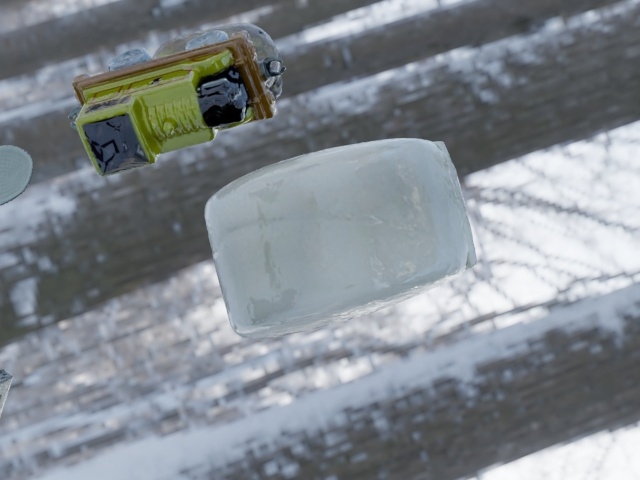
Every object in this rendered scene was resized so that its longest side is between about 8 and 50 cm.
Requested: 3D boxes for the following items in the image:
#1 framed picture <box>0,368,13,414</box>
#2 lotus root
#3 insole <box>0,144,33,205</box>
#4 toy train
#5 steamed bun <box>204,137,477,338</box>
[{"bbox_3d":[-0.371,0.258,1.457,0.019,0.209,0.281,29,-63,17],"label":"framed picture"},{"bbox_3d":[-0.126,-0.190,1.821,0.094,0.190,0.108,48,-57,31],"label":"lotus root"},{"bbox_3d":[-0.276,-0.053,1.335,0.152,0.002,0.053,7,-98,46],"label":"insole"},{"bbox_3d":[-0.139,-0.125,1.532,0.127,0.219,0.089,-76,150,-59],"label":"toy train"},{"bbox_3d":[0.000,0.000,1.442,0.241,0.164,0.146,-19,-97,50],"label":"steamed bun"}]
